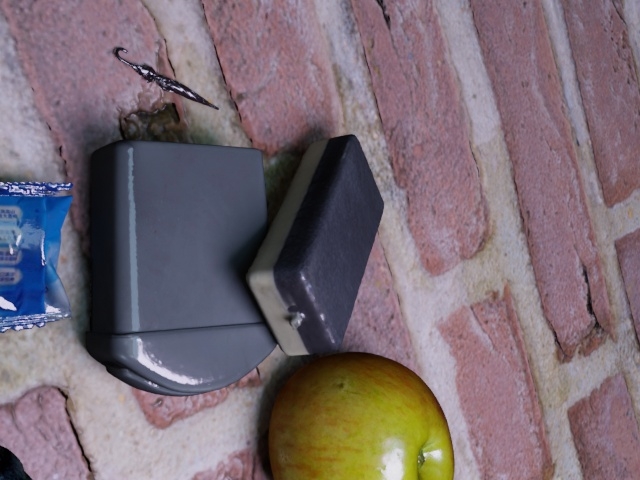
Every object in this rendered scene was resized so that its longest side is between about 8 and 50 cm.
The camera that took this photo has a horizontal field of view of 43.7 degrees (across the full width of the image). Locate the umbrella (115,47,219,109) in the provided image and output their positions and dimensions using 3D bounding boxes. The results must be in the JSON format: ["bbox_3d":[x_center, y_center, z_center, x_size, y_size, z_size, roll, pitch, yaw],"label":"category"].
[{"bbox_3d":[-0.154,-0.158,0.808,0.122,0.013,0.022,28,51,-30],"label":"umbrella"}]

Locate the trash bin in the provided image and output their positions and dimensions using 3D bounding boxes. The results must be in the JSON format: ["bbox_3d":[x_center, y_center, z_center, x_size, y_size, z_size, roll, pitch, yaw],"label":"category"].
[{"bbox_3d":[-0.132,0.028,0.766,0.176,0.101,0.237,-1,87,-34],"label":"trash bin"}]

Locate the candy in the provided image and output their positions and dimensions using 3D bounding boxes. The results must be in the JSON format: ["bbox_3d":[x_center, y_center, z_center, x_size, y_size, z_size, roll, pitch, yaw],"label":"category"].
[{"bbox_3d":[-0.264,0.016,0.709,0.088,0.038,0.136,-2,99,-32],"label":"candy"}]

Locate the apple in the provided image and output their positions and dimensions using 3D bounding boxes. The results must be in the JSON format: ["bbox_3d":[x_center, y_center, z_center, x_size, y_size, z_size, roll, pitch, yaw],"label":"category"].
[{"bbox_3d":[0.046,0.217,0.839,0.195,0.196,0.196,2,87,-36],"label":"apple"}]

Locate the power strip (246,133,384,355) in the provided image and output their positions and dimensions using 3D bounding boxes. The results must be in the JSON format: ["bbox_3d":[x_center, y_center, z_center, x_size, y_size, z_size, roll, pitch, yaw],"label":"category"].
[{"bbox_3d":[0.000,0.000,0.809,0.257,0.070,0.105,-70,142,-51],"label":"power strip"}]

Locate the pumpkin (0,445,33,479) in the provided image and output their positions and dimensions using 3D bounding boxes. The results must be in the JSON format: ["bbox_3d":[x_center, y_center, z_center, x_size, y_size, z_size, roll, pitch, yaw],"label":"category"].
[{"bbox_3d":[-0.308,0.241,0.606,0.201,0.140,0.202,1,88,-39],"label":"pumpkin"}]
